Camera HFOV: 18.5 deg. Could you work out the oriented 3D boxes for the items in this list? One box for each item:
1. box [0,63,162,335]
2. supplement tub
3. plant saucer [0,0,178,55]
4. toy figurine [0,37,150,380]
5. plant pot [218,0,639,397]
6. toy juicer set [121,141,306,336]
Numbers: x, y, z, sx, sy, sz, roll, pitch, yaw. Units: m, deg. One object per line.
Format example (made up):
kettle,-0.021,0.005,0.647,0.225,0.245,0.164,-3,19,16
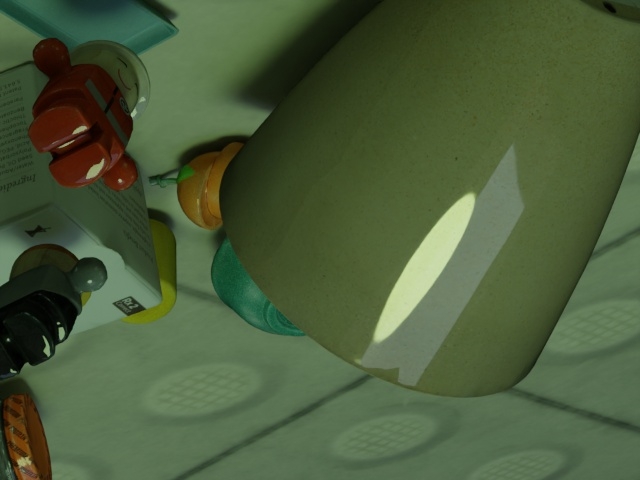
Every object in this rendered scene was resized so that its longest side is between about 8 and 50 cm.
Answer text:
box,-0.233,-0.009,1.384,0.182,0.119,0.181,-20,152,12
supplement tub,-0.342,0.201,1.739,0.190,0.117,0.117,-13,153,1
plant saucer,-0.170,-0.159,1.237,0.067,0.018,0.192,-25,150,23
toy figurine,-0.220,-0.040,1.194,0.213,0.148,0.209,14,112,-2
plant pot,0.108,-0.080,1.303,0.257,0.256,0.274,8,131,-35
toy juicer set,0.000,0.000,1.554,0.329,0.089,0.209,15,129,-30
